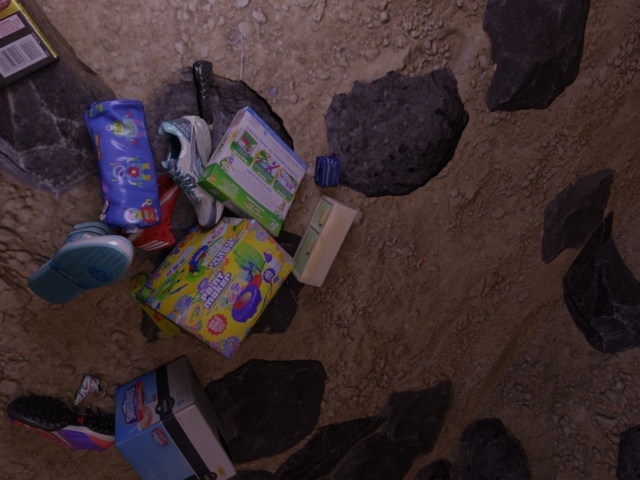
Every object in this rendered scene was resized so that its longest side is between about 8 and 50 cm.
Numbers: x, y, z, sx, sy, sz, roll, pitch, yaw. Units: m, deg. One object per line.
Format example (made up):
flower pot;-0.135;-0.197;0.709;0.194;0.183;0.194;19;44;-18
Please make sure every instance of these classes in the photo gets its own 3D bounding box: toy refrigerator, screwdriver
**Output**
toy refrigerator;0.000;0.000;1.302;0.094;0.102;0.269;19;103;-31
screwdriver;-0.094;0.170;1.385;0.025;0.024;0.170;-53;135;-31

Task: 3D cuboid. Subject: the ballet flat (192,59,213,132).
ballet flat;-0.282;-0.357;1.036;0.049;0.057;0.173;-14;118;-25

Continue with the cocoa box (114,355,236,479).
cocoa box;-0.443;0.589;1.275;0.228;0.231;0.347;-24;120;-14

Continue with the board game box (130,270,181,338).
board game box;-0.463;0.181;1.167;0.043;0.092;0.181;-30;122;-9

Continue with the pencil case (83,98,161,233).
pencil case;-0.452;-0.167;0.951;0.133;0.119;0.306;-12;98;-44

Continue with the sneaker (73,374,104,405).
sneaker;-0.674;0.445;1.217;0.069;0.038;0.098;23;101;-31

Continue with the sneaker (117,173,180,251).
sneaker;-0.420;-0.069;1.103;0.221;0.087;0.128;-49;145;-5

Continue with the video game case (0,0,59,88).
video game case;-0.726;-0.414;0.814;0.275;0.035;0.248;-32;122;-8

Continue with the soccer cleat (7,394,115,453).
soccer cleat;-0.740;0.541;1.193;0.318;0.108;0.116;34;99;-35

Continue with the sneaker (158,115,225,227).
sneaker;-0.331;-0.163;1.029;0.122;0.110;0.283;-23;103;-51

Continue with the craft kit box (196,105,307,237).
craft kit box;-0.165;-0.175;1.094;0.250;0.061;0.246;42;55;-36

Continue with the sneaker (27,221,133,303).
sneaker;-0.525;0.013;0.972;0.319;0.208;0.127;-19;125;26

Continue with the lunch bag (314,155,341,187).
lunch bag;0.015;-0.203;1.239;0.065;0.067;0.098;-4;115;-23

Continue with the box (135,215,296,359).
box;-0.270;0.101;1.062;0.177;0.279;0.290;49;65;-33
